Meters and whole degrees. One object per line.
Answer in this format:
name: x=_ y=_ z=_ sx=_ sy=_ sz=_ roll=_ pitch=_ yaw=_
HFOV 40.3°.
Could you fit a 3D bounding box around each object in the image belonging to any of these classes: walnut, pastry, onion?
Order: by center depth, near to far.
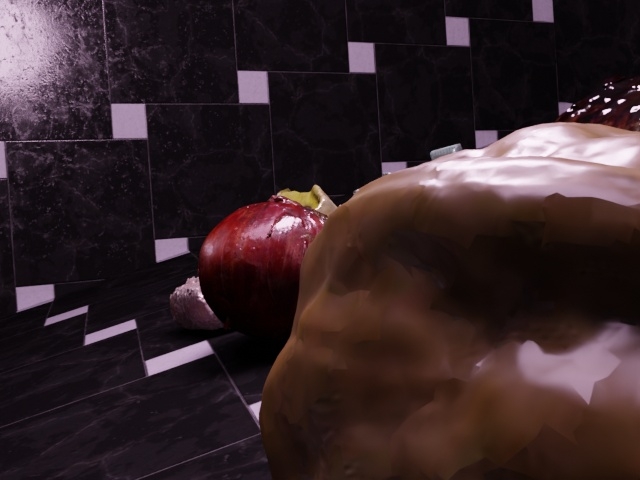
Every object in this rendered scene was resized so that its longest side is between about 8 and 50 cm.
walnut: x=0.148 y=0.101 z=0.529 sx=0.383 sy=0.384 sz=0.383 roll=-16 pitch=8 yaw=2
onion: x=-0.066 y=0.047 z=1.477 sx=0.276 sy=0.276 sz=0.276 roll=-16 pitch=8 yaw=2
pastry: x=-0.240 y=0.128 z=1.767 sx=0.112 sy=0.103 sz=0.265 roll=-12 pitch=4 yaw=-19

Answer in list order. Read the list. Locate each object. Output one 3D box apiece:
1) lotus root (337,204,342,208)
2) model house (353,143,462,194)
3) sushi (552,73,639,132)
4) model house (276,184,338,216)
lotus root: x=-0.011 y=0.023 z=1.956 sx=0.314 sy=0.142 sz=0.210 roll=-4 pitch=54 yaw=28
model house: x=0.202 y=-0.042 z=1.657 sx=0.215 sy=0.224 sz=0.198 roll=-21 pitch=6 yaw=-3
sushi: x=0.497 y=-0.107 z=1.250 sx=0.299 sy=0.281 sz=0.294 roll=-46 pitch=13 yaw=-9
model house: x=0.000 y=0.000 z=1.691 sx=0.234 sy=0.193 sz=0.175 roll=-10 pitch=36 yaw=53
